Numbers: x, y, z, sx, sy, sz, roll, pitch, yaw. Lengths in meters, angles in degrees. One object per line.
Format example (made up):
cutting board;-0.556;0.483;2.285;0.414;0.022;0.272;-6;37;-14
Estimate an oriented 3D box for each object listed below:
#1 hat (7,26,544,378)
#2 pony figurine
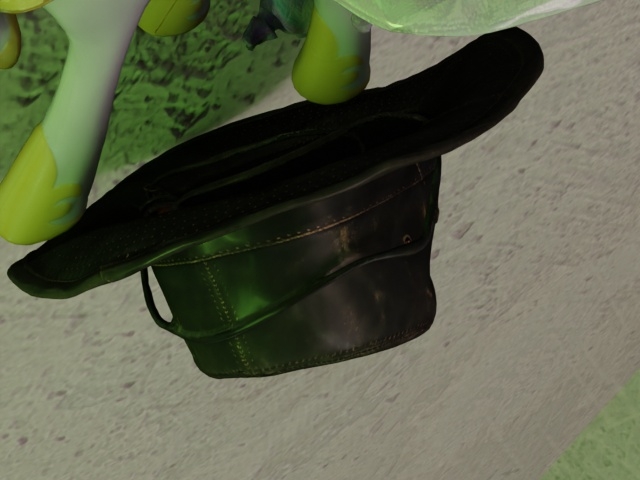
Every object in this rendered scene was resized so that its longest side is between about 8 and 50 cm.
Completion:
hat;0.000;0.000;0.755;0.331;0.134;0.331;-23;-168;5
pony figurine;-0.034;-0.157;0.577;0.351;0.303;0.363;-26;165;-13
